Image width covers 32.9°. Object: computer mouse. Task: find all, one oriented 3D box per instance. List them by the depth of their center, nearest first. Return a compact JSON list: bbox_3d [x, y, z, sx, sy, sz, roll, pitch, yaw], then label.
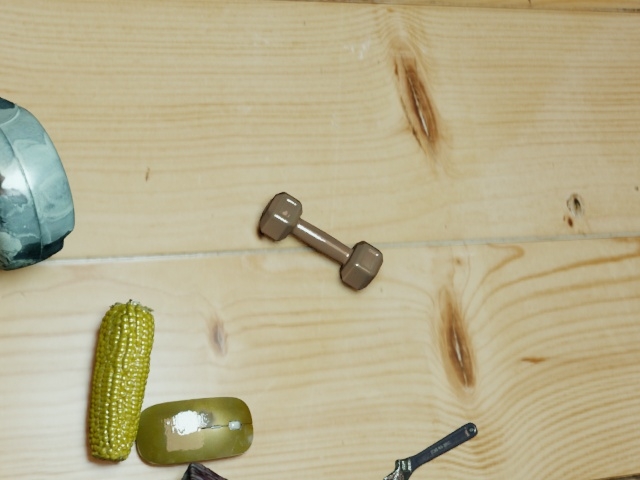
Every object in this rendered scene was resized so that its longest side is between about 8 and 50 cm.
[{"bbox_3d":[-0.205,0.314,1.796,0.199,0.045,0.102,-2,76,-19],"label":"computer mouse"}]

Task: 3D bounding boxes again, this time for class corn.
[{"bbox_3d":[-0.324,0.226,1.760,0.091,0.091,0.260,7,72,-8],"label":"corn"}]

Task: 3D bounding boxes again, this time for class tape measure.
[{"bbox_3d":[-0.492,-0.094,1.711,0.147,0.256,0.275,-24,77,-28],"label":"tape measure"}]

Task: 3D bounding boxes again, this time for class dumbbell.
[{"bbox_3d":[0.000,0.000,1.946,0.231,0.082,0.092,31,65,-8],"label":"dumbbell"}]

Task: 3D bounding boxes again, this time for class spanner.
[{"bbox_3d":[0.198,0.381,1.931,0.208,0.012,0.046,-25,83,-25],"label":"spanner"}]

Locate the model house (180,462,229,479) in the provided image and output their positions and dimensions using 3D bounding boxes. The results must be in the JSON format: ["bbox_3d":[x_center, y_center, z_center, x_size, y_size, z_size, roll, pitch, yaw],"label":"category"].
[{"bbox_3d":[-0.150,0.485,1.696,0.280,0.230,0.249,33,27,-9],"label":"model house"}]
